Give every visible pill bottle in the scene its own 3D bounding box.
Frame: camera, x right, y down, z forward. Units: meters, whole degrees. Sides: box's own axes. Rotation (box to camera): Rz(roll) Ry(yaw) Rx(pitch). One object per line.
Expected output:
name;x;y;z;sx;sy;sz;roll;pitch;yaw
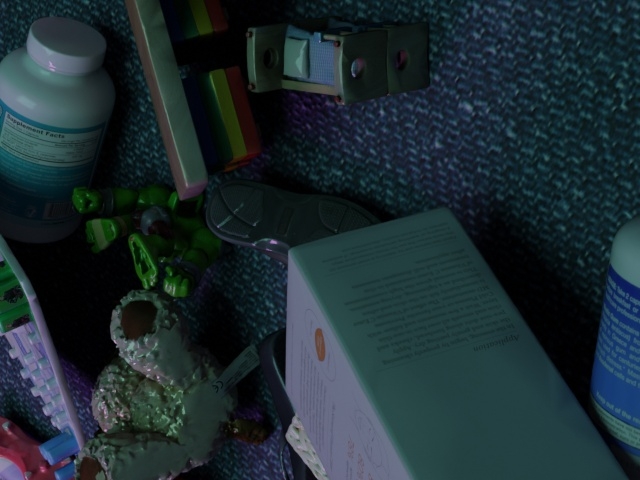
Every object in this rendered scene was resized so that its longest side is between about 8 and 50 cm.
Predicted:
pill bottle;-0.336;-0.137;1.718;0.146;0.146;0.264;41;127;28
pill bottle;0.306;0.066;1.148;0.152;0.152;0.272;23;118;38

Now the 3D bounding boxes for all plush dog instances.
plush dog;-0.197;0.188;1.689;0.225;0.210;0.262;15;91;58

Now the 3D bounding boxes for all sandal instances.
sandal;-0.010;0.222;1.553;0.054;0.097;0.254;-26;73;44

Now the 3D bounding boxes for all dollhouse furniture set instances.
dollhouse furniture set;0.014;-0.235;1.358;0.129;0.129;0.183;12;111;41

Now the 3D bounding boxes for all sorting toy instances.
sorting toy;-0.136;-0.182;1.472;0.257;0.089;0.255;171;84;-83

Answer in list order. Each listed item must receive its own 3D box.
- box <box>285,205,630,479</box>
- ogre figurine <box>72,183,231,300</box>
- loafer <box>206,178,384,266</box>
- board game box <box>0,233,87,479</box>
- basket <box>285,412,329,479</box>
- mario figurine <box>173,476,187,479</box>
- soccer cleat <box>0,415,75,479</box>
box;0.106;0.173;1.251;0.215;0.168;0.345;93;156;-46
ogre figurine;-0.187;-0.009;1.631;0.197;0.118;0.097;20;119;41
loafer;0.000;0.000;1.495;0.267;0.084;0.096;23;86;34
board game box;-0.418;0.069;1.767;0.390;0.050;0.390;50;158;36
basket;0.058;0.214;1.466;0.167;0.113;0.103;50;135;22
mario figurine;-0.236;0.430;1.766;0.170;0.198;0.320;52;137;37
soccer cleat;-0.401;0.329;1.984;0.248;0.083;0.095;28;150;30
